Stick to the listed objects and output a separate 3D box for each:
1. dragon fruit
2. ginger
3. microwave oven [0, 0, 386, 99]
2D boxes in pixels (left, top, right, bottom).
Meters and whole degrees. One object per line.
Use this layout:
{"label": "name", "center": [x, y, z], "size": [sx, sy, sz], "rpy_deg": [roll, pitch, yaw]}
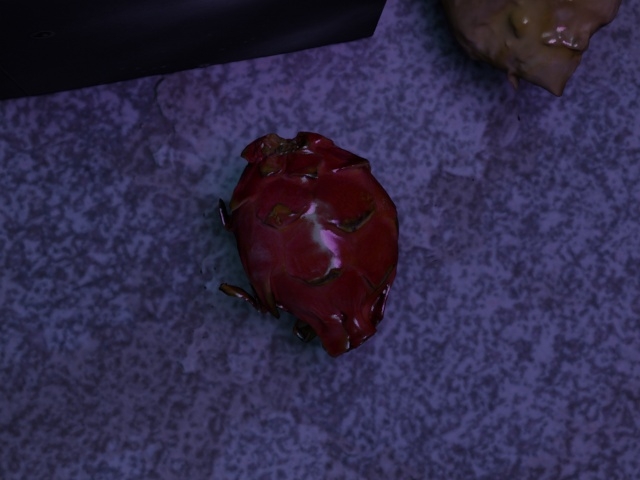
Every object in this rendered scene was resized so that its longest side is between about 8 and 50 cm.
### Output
{"label": "dragon fruit", "center": [0.000, 0.000, 0.715], "size": [0.136, 0.133, 0.165], "rpy_deg": [-27, 85, 38]}
{"label": "ginger", "center": [0.138, -0.234, 0.723], "size": [0.152, 0.138, 0.267], "rpy_deg": [-24, 90, -47]}
{"label": "microwave oven", "center": [-0.129, -0.355, 0.675], "size": [0.375, 0.236, 0.431], "rpy_deg": [-10, 86, -3]}
